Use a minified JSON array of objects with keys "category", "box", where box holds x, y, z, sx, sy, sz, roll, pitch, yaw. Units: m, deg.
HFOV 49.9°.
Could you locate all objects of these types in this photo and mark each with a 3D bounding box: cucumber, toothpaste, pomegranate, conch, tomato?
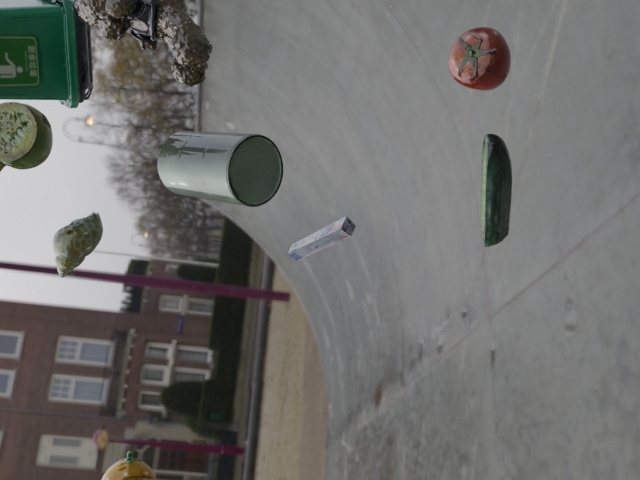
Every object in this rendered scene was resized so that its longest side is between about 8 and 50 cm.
[{"category":"cucumber","box":[0.369,-0.113,1.441,0.115,0.063,0.244,-83,-14,-46]},{"category":"toothpaste","box":[0.000,0.000,1.682,0.196,0.040,0.047,-26,28,40]},{"category":"pomegranate","box":[-0.862,-0.267,1.964,0.159,0.189,0.241,61,-134,-79]},{"category":"conch","box":[-0.638,0.000,1.815,0.173,0.106,0.116,-44,13,-30]},{"category":"tomato","box":[0.421,-0.474,1.803,0.167,0.167,0.168,-173,90,-83]}]

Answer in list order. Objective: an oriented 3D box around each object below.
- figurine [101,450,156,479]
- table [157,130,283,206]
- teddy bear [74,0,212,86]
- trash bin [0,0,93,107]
[{"category":"figurine","box":[-0.376,0.528,1.323,0.124,0.324,0.222,-60,38,41]},{"category":"table","box":[-0.185,-0.134,1.249,0.219,0.126,0.127,11,96,44]},{"category":"teddy bear","box":[-0.277,-0.361,1.130,0.129,0.251,0.182,-63,0,-16]},{"category":"trash bin","box":[-0.740,-0.445,1.564,0.295,0.380,0.259,34,126,46]}]
